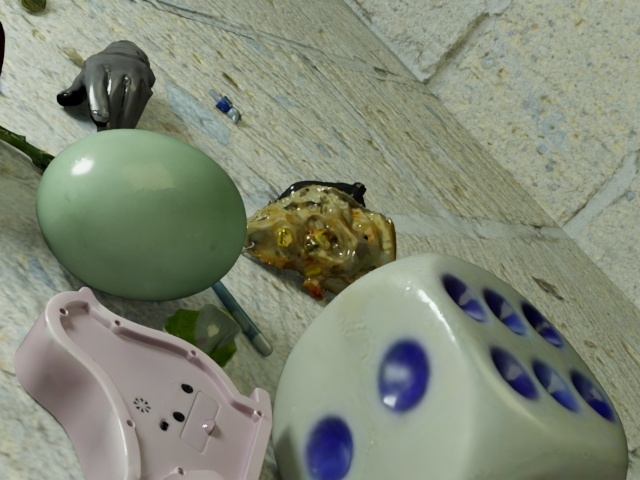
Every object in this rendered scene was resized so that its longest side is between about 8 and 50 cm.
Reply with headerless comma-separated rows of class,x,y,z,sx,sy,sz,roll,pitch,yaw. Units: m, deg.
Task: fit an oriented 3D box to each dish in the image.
dish,-0.147,0.124,1.185,0.091,0.039,0.137,37,22,4

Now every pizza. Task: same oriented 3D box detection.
pizza,0.000,0.000,1.519,0.297,0.071,0.189,22,70,-22

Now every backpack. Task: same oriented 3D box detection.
backpack,0.002,-0.044,1.639,0.165,0.106,0.120,7,59,-28

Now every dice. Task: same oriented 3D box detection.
dice,0.140,0.222,1.110,0.277,0.304,0.304,21,30,-40

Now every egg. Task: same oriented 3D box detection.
egg,-0.209,-0.028,1.153,0.283,0.203,0.203,18,31,-54

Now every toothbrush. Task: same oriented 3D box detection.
toothbrush,-0.151,0.054,1.330,0.025,0.019,0.275,-5,50,-53

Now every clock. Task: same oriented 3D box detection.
clock,-0.188,0.193,0.945,0.275,0.080,0.290,35,22,-13

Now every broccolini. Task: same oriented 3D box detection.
broccolini,-0.390,-0.136,1.265,0.254,0.057,0.071,39,-20,-12

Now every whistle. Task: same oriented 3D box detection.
whistle,-0.183,-0.257,1.837,0.083,0.029,0.033,44,37,-10

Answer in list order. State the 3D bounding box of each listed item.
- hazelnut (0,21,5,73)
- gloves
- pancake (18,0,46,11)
hazelnut,-0.485,-0.215,1.109,0.234,0.218,0.218,26,20,14
gloves,-0.331,-0.245,1.508,0.142,0.119,0.285,2,36,-7
pancake,-0.501,-0.436,1.628,0.108,0.017,0.108,55,23,-38
